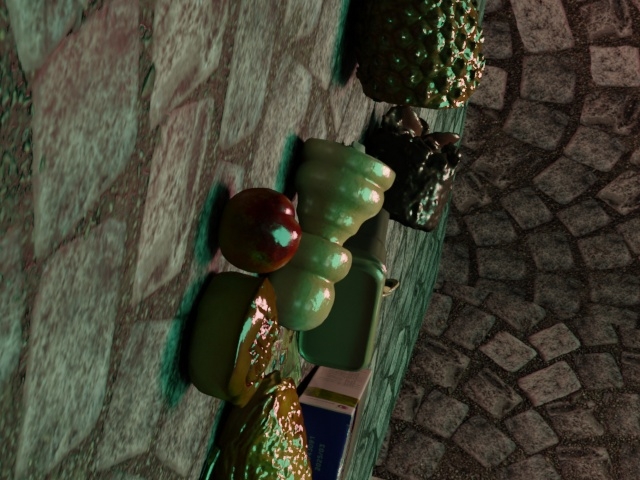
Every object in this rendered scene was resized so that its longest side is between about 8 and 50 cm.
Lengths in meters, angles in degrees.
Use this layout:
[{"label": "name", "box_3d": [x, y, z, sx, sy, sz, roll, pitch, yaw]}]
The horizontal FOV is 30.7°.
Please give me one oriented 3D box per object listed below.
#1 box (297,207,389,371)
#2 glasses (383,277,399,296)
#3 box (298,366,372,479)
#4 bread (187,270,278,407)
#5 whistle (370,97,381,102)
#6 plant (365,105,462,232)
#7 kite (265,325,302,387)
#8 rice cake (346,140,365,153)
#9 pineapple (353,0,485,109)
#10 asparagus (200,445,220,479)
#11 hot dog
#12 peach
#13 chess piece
[{"label": "box", "box_3d": [0.042, 0.066, 1.945, 0.178, 0.138, 0.274, -74, 174, -46]}, {"label": "glasses", "box_3d": [0.133, 0.025, 2.458, 0.189, 0.088, 0.220, -35, 138, -74]}, {"label": "box", "box_3d": [0.011, 0.357, 2.154, 0.299, 0.106, 0.200, -47, 150, -78]}, {"label": "bread", "box_3d": [-0.100, 0.113, 1.327, 0.125, 0.086, 0.156, -12, 115, -77]}, {"label": "whistle", "box_3d": [0.121, -0.278, 2.117, 0.186, 0.039, 0.039, -41, 144, -72]}, {"label": "plant", "box_3d": [0.168, -0.134, 2.178, 0.204, 0.178, 0.234, 34, 76, -78]}, {"label": "kite", "box_3d": [-0.071, 0.209, 1.811, 0.323, 0.013, 0.267, -21, 122, -73]}, {"label": "rice cake", "box_3d": [0.057, -0.087, 2.022, 0.245, 0.042, 0.045, 88, 8, -61]}, {"label": "pineapple", "box_3d": [0.145, -0.372, 1.740, 0.202, 0.202, 0.362, -61, 152, -55]}, {"label": "asparagus", "box_3d": [-0.162, 0.343, 1.517, 0.016, 0.013, 0.166, -15, -132, 52]}, {"label": "hot dog", "box_3d": [-0.077, 0.315, 1.627, 0.175, 0.114, 0.259, -10, 89, -68]}, {"label": "peach", "box_3d": [-0.070, -0.010, 1.308, 0.101, 0.101, 0.100, 14, 90, -80]}, {"label": "chess piece", "box_3d": [0.000, 0.000, 1.617, 0.143, 0.143, 0.261, 45, 64, -78]}]
